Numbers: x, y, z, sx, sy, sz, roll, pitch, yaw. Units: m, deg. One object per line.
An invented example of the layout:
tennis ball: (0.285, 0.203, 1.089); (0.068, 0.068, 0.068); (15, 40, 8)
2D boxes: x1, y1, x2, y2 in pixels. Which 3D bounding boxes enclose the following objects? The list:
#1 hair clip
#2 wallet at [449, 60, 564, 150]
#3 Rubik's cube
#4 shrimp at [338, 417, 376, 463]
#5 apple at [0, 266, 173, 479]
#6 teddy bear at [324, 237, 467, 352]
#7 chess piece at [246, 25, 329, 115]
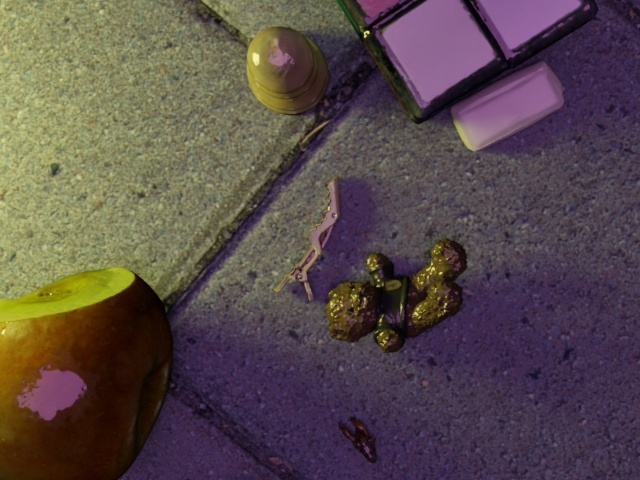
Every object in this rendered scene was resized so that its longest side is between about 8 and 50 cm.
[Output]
hair clip: (0.000, 0.000, 1.905); (0.072, 0.034, 0.226); (26, 93, -3)
wallet: (0.317, -0.226, 1.877); (0.190, 0.033, 0.095); (-26, 95, 4)
Rubik's cube: (0.198, -0.388, 1.730); (0.313, 0.318, 0.316); (-31, 92, 6)
shrimp: (0.071, 0.341, 1.929); (0.038, 0.029, 0.092); (-44, 88, 5)
apple: (-0.427, 0.213, 1.807); (0.374, 0.374, 0.384); (16, 65, 1)
teddy bear: (0.134, 0.107, 1.868); (0.251, 0.182, 0.129); (-14, 134, 17)
chess piece: (-0.054, -0.277, 1.774); (0.143, 0.261, 0.142); (0, 92, 0)
